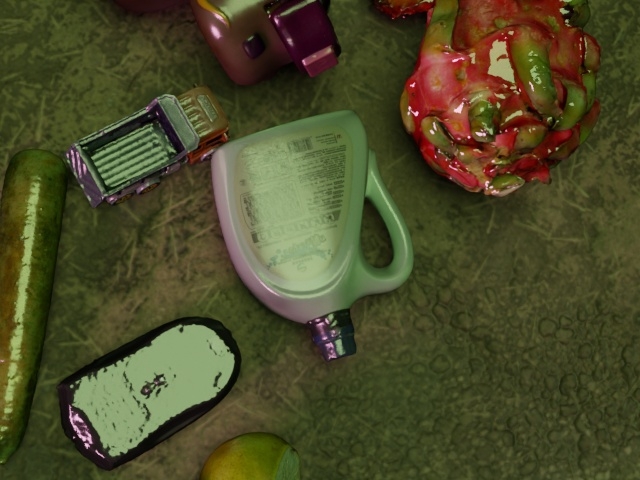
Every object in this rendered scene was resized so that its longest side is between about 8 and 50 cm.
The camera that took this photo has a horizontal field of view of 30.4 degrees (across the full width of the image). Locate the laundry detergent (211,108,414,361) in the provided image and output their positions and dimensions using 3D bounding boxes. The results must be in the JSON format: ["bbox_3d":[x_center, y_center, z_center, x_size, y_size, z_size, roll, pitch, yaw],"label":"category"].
[{"bbox_3d":[0.000,0.000,1.394,0.215,0.105,0.280,-18,81,-16],"label":"laundry detergent"}]

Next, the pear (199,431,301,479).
[{"bbox_3d":[-0.083,0.283,1.315,0.104,0.141,0.141,5,76,20],"label":"pear"}]

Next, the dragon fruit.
[{"bbox_3d":[0.227,-0.198,1.418,0.237,0.231,0.302,27,64,8],"label":"dragon fruit"}]

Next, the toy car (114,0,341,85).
[{"bbox_3d":[-0.134,-0.321,1.374,0.240,0.271,0.340,-28,85,3],"label":"toy car"}]

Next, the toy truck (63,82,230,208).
[{"bbox_3d":[-0.200,-0.111,1.386,0.192,0.092,0.083,-29,84,-15],"label":"toy truck"}]

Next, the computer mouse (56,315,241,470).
[{"bbox_3d":[-0.192,0.167,1.340,0.217,0.073,0.122,-30,83,-8],"label":"computer mouse"}]

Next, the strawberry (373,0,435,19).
[{"bbox_3d":[0.146,-0.343,1.514,0.188,0.082,0.121,-30,66,-6],"label":"strawberry"}]

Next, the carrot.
[{"bbox_3d":[-0.340,0.072,1.334,0.074,0.074,0.358,7,79,-9],"label":"carrot"}]
